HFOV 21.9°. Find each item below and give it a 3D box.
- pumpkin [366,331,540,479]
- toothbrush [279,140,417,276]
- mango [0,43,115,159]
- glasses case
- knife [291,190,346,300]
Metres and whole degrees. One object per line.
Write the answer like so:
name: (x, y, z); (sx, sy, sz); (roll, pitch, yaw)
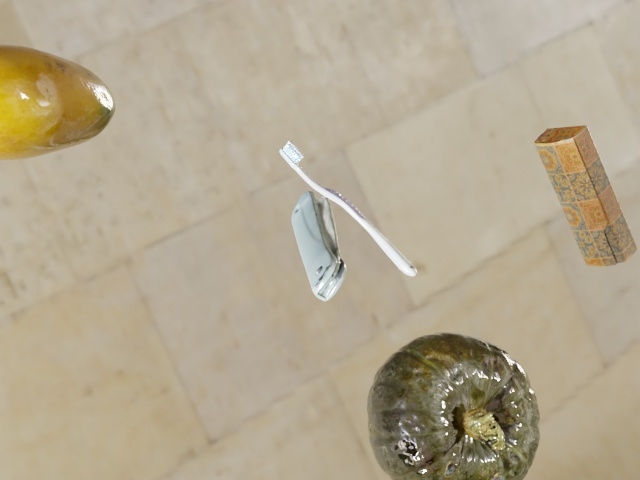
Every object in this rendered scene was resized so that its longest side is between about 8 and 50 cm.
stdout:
pumpkin: (0.164, 0.219, 2.022); (0.223, 0.224, 0.157); (-27, -175, -23)
toothbrush: (0.019, -0.021, 1.142); (0.013, 0.131, 0.011); (-51, 166, 26)
mango: (-0.321, -0.148, 1.768); (0.151, 0.120, 0.221); (15, -168, 25)
glasses case: (0.392, -0.065, 2.450); (0.075, 0.218, 0.049); (-1, -147, 47)
knife: (0.000, 0.000, 1.415); (0.044, 0.023, 0.162); (-51, -158, 15)
